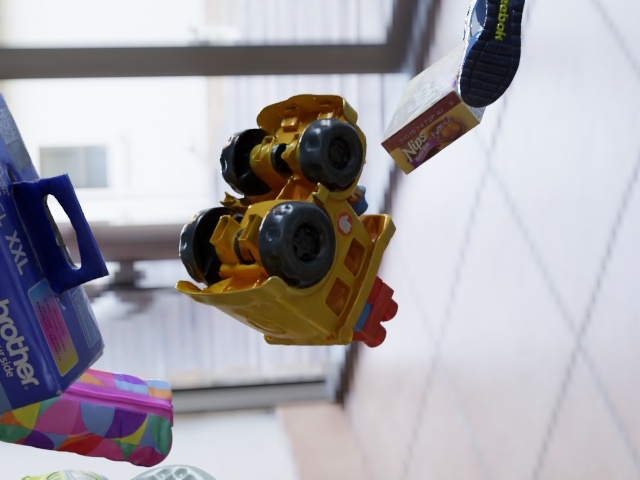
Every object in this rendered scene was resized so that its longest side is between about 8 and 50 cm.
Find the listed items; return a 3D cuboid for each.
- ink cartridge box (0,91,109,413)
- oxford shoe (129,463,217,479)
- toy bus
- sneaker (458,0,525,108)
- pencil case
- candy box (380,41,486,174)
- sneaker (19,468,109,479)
[{"bbox_3d":[-0.375,0.038,1.696,0.151,0.395,0.270,-58,-52,-75],"label":"ink cartridge box"},{"bbox_3d":[-0.142,0.402,1.496,0.130,0.169,0.449,43,-133,-57],"label":"oxford shoe"},{"bbox_3d":[0.000,0.000,1.796,0.149,0.211,0.220,-5,56,49],"label":"toy bus"},{"bbox_3d":[0.161,-0.192,1.789,0.059,0.053,0.144,160,126,-74],"label":"sneaker"},{"bbox_3d":[-0.260,0.170,1.921,0.104,0.236,0.104,-23,61,48],"label":"pencil case"},{"bbox_3d":[0.137,-0.155,2.114,0.109,0.053,0.187,-35,12,26],"label":"candy box"},{"bbox_3d":[-0.288,0.332,2.110,0.385,0.147,0.145,71,-141,-83],"label":"sneaker"}]
